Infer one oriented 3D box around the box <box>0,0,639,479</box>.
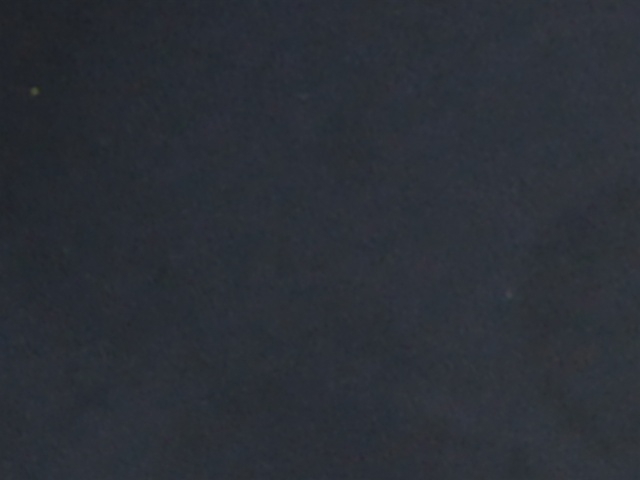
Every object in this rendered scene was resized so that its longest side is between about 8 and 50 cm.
[{"bbox_3d":[0.000,0.000,0.617,0.297,0.472,0.480,30,105,-2],"label":"box"}]
